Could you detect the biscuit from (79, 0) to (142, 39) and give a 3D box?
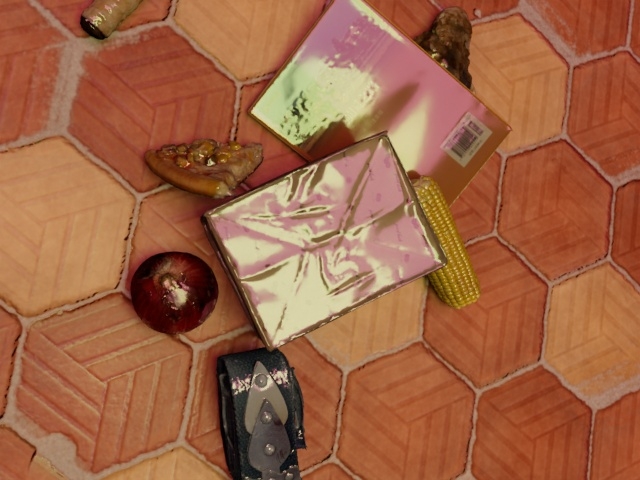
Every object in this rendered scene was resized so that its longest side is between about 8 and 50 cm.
[{"bbox_3d":[-0.289,-0.398,1.120,0.219,0.055,0.061,-54,138,-14],"label":"biscuit"}]

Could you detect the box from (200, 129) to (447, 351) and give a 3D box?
[{"bbox_3d":[0.000,0.000,1.092,0.297,0.190,0.225,-26,94,-10],"label":"box"}]

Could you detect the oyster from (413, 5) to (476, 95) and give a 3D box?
[{"bbox_3d":[0.233,-0.260,1.273,0.166,0.094,0.294,-22,99,-28],"label":"oyster"}]

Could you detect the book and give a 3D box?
[{"bbox_3d":[0.104,-0.201,1.203,0.374,0.028,0.262,38,97,-12],"label":"book"}]

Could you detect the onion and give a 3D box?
[{"bbox_3d":[-0.219,0.077,1.073,0.131,0.131,0.131,2,85,-19],"label":"onion"}]

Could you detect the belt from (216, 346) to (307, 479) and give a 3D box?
[{"bbox_3d":[-0.084,0.262,1.087,0.129,0.122,0.217,-10,110,-19],"label":"belt"}]

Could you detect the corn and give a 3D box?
[{"bbox_3d":[0.198,0.007,1.209,0.081,0.081,0.248,-35,115,-18],"label":"corn"}]

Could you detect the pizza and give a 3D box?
[{"bbox_3d":[-0.157,-0.124,1.111,0.195,0.185,0.052,-24,132,-45],"label":"pizza"}]
